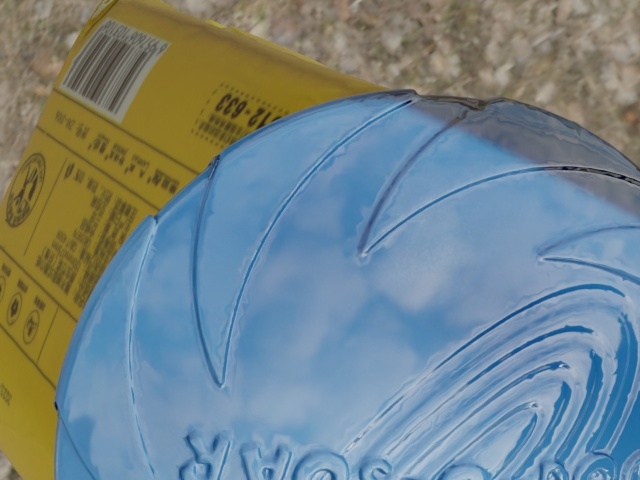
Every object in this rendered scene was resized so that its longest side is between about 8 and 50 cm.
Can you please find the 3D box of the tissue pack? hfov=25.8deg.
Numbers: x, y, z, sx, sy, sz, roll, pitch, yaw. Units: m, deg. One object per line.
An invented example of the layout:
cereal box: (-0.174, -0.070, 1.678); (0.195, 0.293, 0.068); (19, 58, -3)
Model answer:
tissue pack: (-0.023, 0.044, 0.774); (0.228, 0.382, 0.293); (24, 94, -33)

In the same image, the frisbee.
frisbee: (0.034, 0.072, 0.457); (0.242, 0.045, 0.242); (-3, 102, -15)
